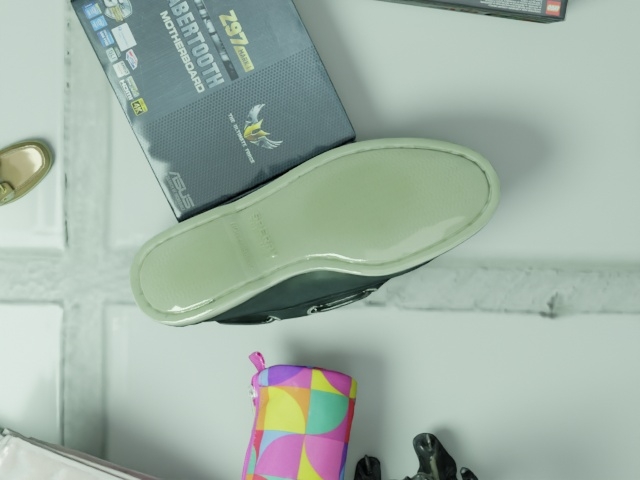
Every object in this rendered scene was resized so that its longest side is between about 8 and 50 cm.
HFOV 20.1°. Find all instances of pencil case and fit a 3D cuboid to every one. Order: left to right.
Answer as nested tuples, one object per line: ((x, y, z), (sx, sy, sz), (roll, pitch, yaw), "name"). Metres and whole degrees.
((-0.031, 0.224, 1.634), (0.104, 0.104, 0.236), (7, 76, -2), "pencil case")

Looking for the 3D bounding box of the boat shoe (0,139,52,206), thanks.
((-0.309, -0.049, 1.664), (0.135, 0.045, 0.050), (-31, 96, 2), "boat shoe")

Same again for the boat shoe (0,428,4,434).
((-0.365, 0.197, 1.678), (0.228, 0.079, 0.081), (24, 101, 3), "boat shoe")

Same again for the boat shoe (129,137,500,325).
((0.001, 0.004, 1.643), (0.340, 0.113, 0.127), (-23, 75, 4), "boat shoe")

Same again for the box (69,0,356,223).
((-0.096, -0.156, 1.650), (0.183, 0.059, 0.232), (-25, 96, 0), "box")

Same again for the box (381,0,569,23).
((0.114, -0.226, 1.620), (0.207, 0.114, 0.036), (8, 95, -2), "box")

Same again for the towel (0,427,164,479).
((-0.233, 0.356, 1.641), (0.317, 0.053, 0.331), (28, 96, -32), "towel")

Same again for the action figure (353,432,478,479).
((0.093, 0.263, 1.586), (0.164, 0.275, 0.140), (-22, 98, 1), "action figure")
